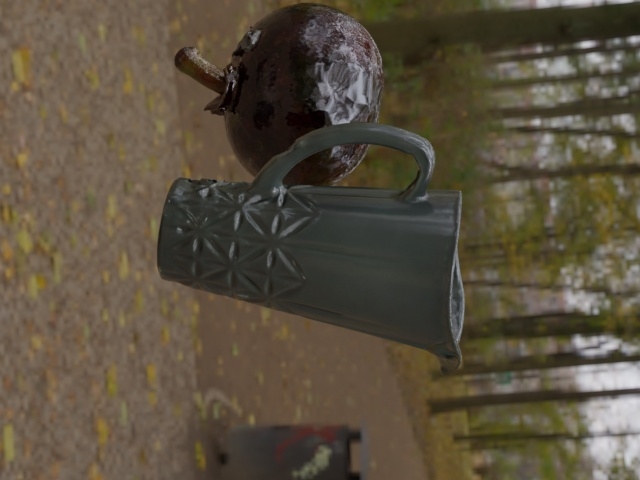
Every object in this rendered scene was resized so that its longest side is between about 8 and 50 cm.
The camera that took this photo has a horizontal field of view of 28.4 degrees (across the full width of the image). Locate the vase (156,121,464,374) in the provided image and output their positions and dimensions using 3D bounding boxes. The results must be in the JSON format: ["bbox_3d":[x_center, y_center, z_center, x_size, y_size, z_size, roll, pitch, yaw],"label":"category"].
[{"bbox_3d":[0.000,0.000,1.220,0.156,0.301,0.251,-73,170,-64],"label":"vase"}]

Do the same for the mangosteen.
[{"bbox_3d":[-0.054,-0.182,1.554,0.235,0.261,0.235,-170,-90,-73],"label":"mangosteen"}]
